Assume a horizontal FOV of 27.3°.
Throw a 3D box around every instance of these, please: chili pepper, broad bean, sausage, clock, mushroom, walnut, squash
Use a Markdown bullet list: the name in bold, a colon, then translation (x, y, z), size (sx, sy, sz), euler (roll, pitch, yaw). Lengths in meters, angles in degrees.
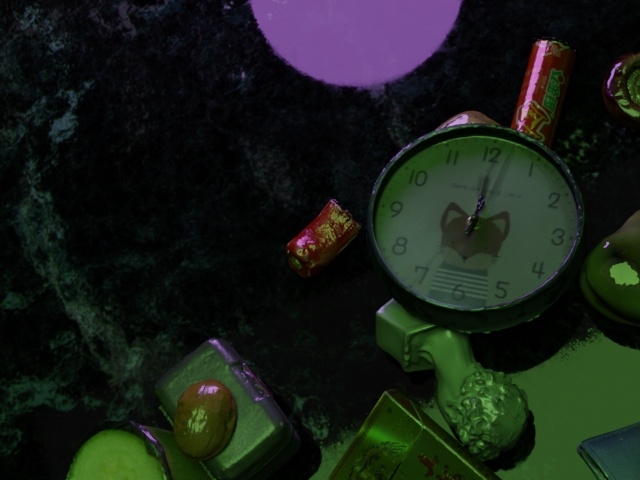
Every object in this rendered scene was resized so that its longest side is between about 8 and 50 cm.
- **chili pepper**: translation (0.000, 0.000, 2.069), size (0.123, 0.073, 0.070), euler (-43, 24, -8)
- **broad bean**: translation (0.508, 0.032, 1.904), size (0.263, 0.121, 0.189), euler (-25, 69, 1)
- **sausage**: translation (0.337, -0.186, 2.057), size (0.083, 0.083, 0.264), euler (12, 74, 18)
- **clock**: translation (0.225, -0.024, 1.923), size (0.325, 0.067, 0.325), euler (-3, 63, 6)
- **mushroom**: translation (0.519, -0.237, 2.029), size (0.171, 0.080, 0.135), euler (-22, 78, 4)
- **walnut**: translation (-0.170, 0.253, 1.877), size (0.091, 0.052, 0.121), euler (8, 75, 15)
- **squash**: translation (-0.279, 0.382, 1.983), size (0.220, 0.133, 0.220), euler (-6, 77, 25)

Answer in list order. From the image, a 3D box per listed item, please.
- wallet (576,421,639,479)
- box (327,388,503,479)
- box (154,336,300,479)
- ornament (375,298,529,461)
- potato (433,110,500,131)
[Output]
- **wallet**: translation (0.500, 0.357, 1.737), size (0.251, 0.054, 0.290), euler (-9, 57, -39)
- **box**: translation (0.168, 0.372, 1.856), size (0.311, 0.043, 0.173), euler (40, 111, 24)
- **box**: translation (-0.137, 0.262, 1.964), size (0.148, 0.129, 0.210), euler (-40, 65, -2)
- **ornament**: translation (0.195, 0.184, 1.915), size (0.120, 0.130, 0.285), euler (-27, 65, -20)
- **potato**: translation (0.209, -0.131, 2.060), size (0.170, 0.080, 0.107), euler (-45, 74, 1)
